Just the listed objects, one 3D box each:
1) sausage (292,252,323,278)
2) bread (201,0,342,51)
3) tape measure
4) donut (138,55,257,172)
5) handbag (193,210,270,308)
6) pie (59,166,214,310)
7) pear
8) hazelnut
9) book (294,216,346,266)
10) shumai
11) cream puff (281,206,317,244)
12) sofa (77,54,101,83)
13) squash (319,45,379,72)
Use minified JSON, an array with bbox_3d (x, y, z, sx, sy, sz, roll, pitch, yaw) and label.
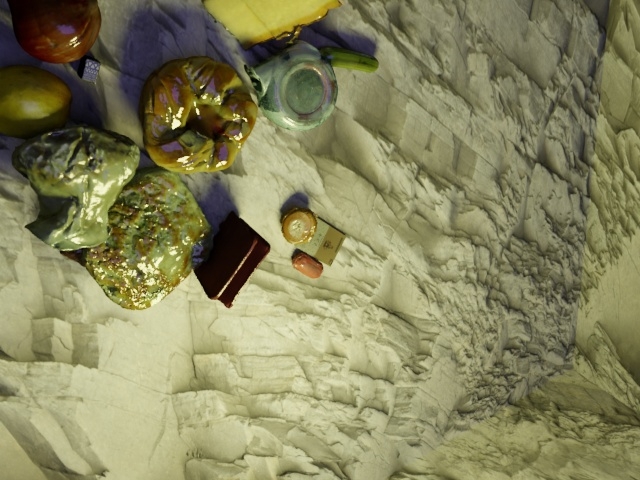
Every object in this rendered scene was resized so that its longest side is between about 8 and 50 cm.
[{"bbox_3d":[-0.049,0.095,2.112,0.141,0.076,0.076,30,96,-37],"label":"sausage"},{"bbox_3d":[-0.148,-0.658,1.560,0.279,0.315,0.248,-44,126,7],"label":"bread"},{"bbox_3d":[-0.081,-0.488,1.771,0.256,0.147,0.275,-36,122,-13],"label":"tape measure"},{"bbox_3d":[-0.368,-0.364,1.649,0.361,0.170,0.360,-11,116,-25],"label":"donut"},{"bbox_3d":[-0.300,0.056,1.821,0.084,0.275,0.260,31,93,-35],"label":"handbag"},{"bbox_3d":[-0.527,-0.001,1.727,0.418,0.180,0.395,-46,125,-12],"label":"pie"},{"bbox_3d":[-0.743,-0.350,1.426,0.200,0.200,0.199,-13,118,-25],"label":"pear"},{"bbox_3d":[-0.646,-0.559,1.367,0.230,0.229,0.229,-13,118,-25],"label":"hazelnut"},{"bbox_3d":[0.000,0.000,2.114,0.199,0.016,0.138,32,84,-36],"label":"book"},{"bbox_3d":[-0.627,-0.126,1.495,0.330,0.292,0.288,-16,77,-30],"label":"shumai"},{"bbox_3d":[-0.076,-0.052,2.001,0.126,0.103,0.143,26,97,4],"label":"cream puff"},{"bbox_3d":[-0.619,-0.458,1.487,0.039,0.118,0.060,15,104,-33],"label":"sofa"},{"bbox_3d":[0.094,-0.605,1.865,0.229,0.066,0.066,1,112,-31],"label":"squash"}]
